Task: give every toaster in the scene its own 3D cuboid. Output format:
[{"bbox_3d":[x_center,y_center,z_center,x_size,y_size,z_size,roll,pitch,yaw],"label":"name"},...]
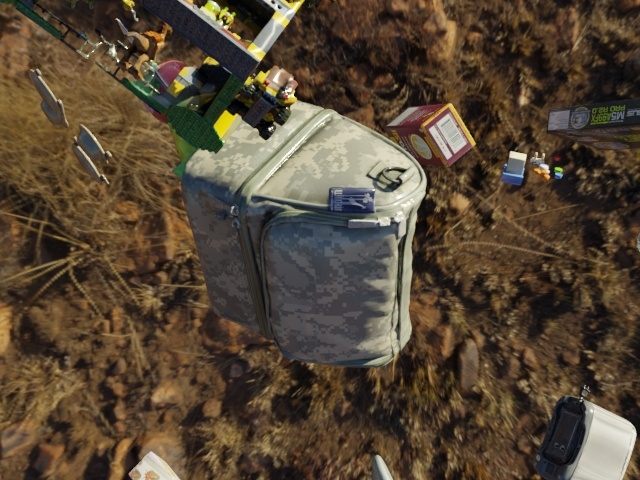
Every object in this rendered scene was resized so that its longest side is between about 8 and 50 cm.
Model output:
[{"bbox_3d":[0.577,0.439,1.538,0.147,0.129,0.226,24,83,-15],"label":"toaster"}]

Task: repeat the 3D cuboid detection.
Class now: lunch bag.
[{"bbox_3d":[0.000,0.000,0.869,0.256,0.305,0.212,22,50,24],"label":"lunch bag"}]

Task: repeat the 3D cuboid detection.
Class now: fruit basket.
[{"bbox_3d":[-0.252,-0.215,1.303,0.165,0.327,0.353,-42,99,-3],"label":"fruit basket"}]

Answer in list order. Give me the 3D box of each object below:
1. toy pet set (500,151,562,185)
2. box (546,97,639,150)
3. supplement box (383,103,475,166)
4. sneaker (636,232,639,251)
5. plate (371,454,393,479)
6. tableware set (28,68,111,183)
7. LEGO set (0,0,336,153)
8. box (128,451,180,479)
[{"bbox_3d":[0.443,-0.139,1.496,0.114,0.122,0.065,13,118,12],"label":"toy pet set"},{"bbox_3d":[0.674,-0.251,1.561,0.216,0.270,0.060,9,89,-33],"label":"box"},{"bbox_3d":[0.225,-0.221,1.496,0.081,0.188,0.104,-39,108,-11],"label":"supplement box"},{"bbox_3d":[0.454,0.030,0.916,0.095,0.090,0.235,21,57,-10],"label":"sneaker"},{"bbox_3d":[0.051,0.163,0.232,0.024,0.188,0.188,-25,83,-2],"label":"plate"},{"bbox_3d":[-0.324,-0.146,0.924,0.020,0.141,0.168,-37,99,-20],"label":"tableware set"},{"bbox_3d":[-0.126,-0.251,0.597,0.331,0.255,0.192,33,67,-5],"label":"LEGO set"},{"bbox_3d":[-0.246,0.527,1.331,0.063,0.067,0.324,-46,50,-12],"label":"box"}]
